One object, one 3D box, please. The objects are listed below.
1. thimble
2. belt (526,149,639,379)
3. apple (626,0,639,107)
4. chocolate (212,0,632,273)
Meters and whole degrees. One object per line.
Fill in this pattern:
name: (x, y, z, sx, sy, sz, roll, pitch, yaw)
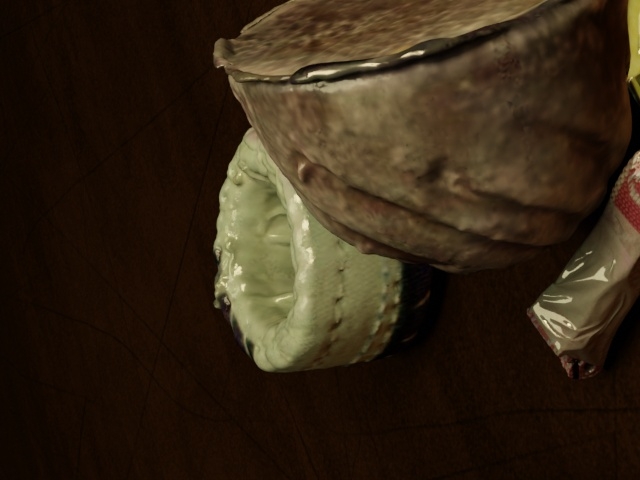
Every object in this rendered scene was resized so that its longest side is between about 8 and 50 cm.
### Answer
thimble: (0.000, 0.000, 1.477, 0.237, 0.150, 0.237, 15, 107, 63)
belt: (0.211, 0.015, 1.143, 0.053, 0.071, 0.232, 55, 143, 29)
apple: (0.273, -0.116, 0.888, 0.188, 0.174, 0.207, -28, 66, 40)
chocolate: (0.092, -0.083, 1.156, 0.303, 0.303, 0.213, 22, 135, 61)
